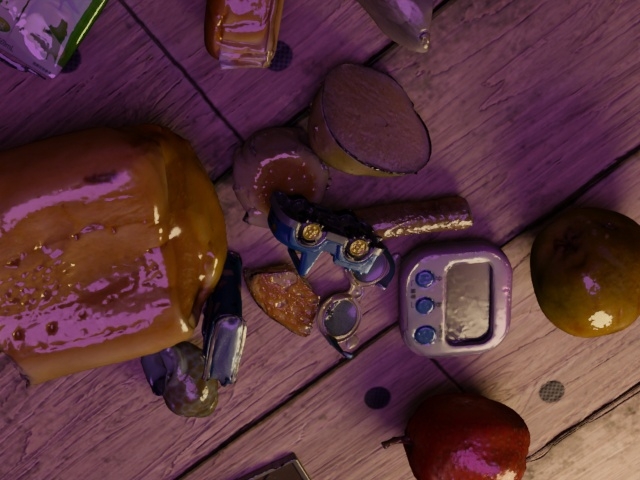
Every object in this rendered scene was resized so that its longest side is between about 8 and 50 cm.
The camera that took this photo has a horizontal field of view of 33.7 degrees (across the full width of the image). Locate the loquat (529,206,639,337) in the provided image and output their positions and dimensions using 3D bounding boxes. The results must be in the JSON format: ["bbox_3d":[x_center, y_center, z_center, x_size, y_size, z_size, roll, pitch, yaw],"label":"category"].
[{"bbox_3d":[0.450,0.061,1.724,0.213,0.213,0.246,-39,136,12],"label":"loquat"}]

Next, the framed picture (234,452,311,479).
[{"bbox_3d":[-0.129,0.534,1.973,0.289,0.020,0.211,-26,114,7],"label":"framed picture"}]

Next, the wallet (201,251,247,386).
[{"bbox_3d":[-0.156,0.126,1.682,0.059,0.202,0.141,6,118,-10],"label":"wallet"}]

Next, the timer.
[{"bbox_3d":[0.226,0.098,1.783,0.190,0.069,0.209,-4,114,-4],"label":"timer"}]

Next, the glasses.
[{"bbox_3d":[0.051,0.093,1.690,0.088,0.220,0.190,28,96,3],"label":"glasses"}]

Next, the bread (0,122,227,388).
[{"bbox_3d":[-0.340,0.000,1.591,0.394,0.250,0.361,-17,117,-2],"label":"bread"}]

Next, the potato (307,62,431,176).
[{"bbox_3d":[0.057,-0.162,1.620,0.202,0.182,0.117,11,149,-33],"label":"potato"}]

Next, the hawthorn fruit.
[{"bbox_3d":[0.232,0.357,1.832,0.253,0.205,0.205,12,113,-6],"label":"hawthorn fruit"}]

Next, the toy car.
[{"bbox_3d":[0.000,0.000,1.613,0.191,0.097,0.100,19,112,-26],"label":"toy car"}]

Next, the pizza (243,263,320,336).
[{"bbox_3d":[-0.058,0.092,1.769,0.099,0.036,0.160,-37,113,20],"label":"pizza"}]

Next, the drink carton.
[{"bbox_3d":[-0.370,-0.372,1.488,0.161,0.108,0.271,31,108,-18],"label":"drink carton"}]

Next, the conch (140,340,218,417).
[{"bbox_3d":[-0.227,0.232,1.783,0.116,0.106,0.173,-36,95,31],"label":"conch"}]

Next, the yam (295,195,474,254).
[{"bbox_3d":[0.099,-0.027,1.714,0.299,0.066,0.066,-7,115,-2],"label":"yam"}]

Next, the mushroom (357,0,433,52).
[{"bbox_3d":[0.081,-0.382,1.537,0.247,0.096,0.108,36,107,-14],"label":"mushroom"}]

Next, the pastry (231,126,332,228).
[{"bbox_3d":[-0.062,-0.098,1.655,0.165,0.088,0.166,-2,115,-4],"label":"pastry"}]

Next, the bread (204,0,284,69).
[{"bbox_3d":[-0.105,-0.371,1.500,0.107,0.136,0.241,7,115,-9],"label":"bread"}]
